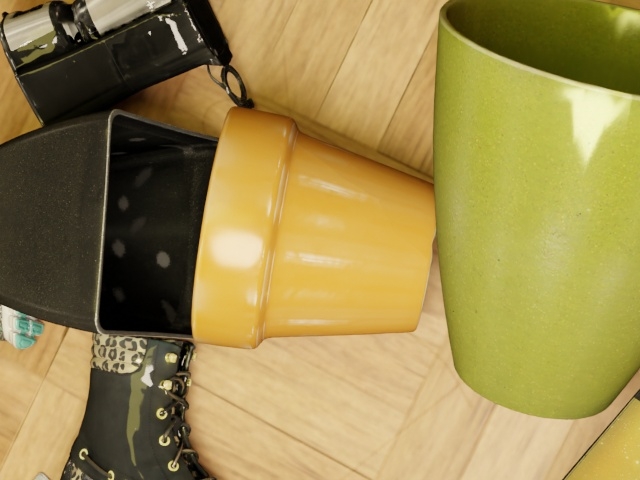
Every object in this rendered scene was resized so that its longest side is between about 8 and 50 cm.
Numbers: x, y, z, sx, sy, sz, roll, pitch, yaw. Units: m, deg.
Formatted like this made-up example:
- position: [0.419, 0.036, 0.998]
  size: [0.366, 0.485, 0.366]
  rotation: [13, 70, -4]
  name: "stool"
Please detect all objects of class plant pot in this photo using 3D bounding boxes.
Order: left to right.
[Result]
- position: [-0.207, -0.012, 1.335]
  size: [0.167, 0.187, 0.188]
  rotation: [2, 86, 27]
  name: "plant pot"
- position: [0.000, 0.000, 1.272]
  size: [0.188, 0.205, 0.205]
  rotation: [9, 88, 1]
  name: "plant pot"
- position: [0.202, -0.018, 1.183]
  size: [0.274, 0.275, 0.294]
  rotation: [17, 114, 16]
  name: "plant pot"

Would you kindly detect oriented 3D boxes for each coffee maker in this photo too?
- position: [-0.183, -0.166, 1.365]
  size: [0.178, 0.120, 0.171]
  rotation: [-25, 80, 13]
  name: "coffee maker"

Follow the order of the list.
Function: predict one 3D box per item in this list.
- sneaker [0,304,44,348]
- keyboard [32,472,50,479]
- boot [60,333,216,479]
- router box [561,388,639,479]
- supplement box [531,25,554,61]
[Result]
- position: [-0.304, 0.018, 1.416]
  size: [0.076, 0.065, 0.166]
  rotation: [3, 84, 21]
  name: "sneaker"
- position: [-0.199, 0.331, 1.386]
  size: [0.256, 0.014, 0.072]
  rotation: [43, 92, 14]
  name: "keyboard"
- position: [-0.128, 0.180, 1.330]
  size: [0.236, 0.085, 0.179]
  rotation: [8, 87, 28]
  name: "boot"
- position: [0.323, 0.269, 1.148]
  size: [0.309, 0.081, 0.243]
  rotation: [39, 64, 15]
  name: "router box"
- position: [0.172, -0.203, 1.301]
  size: [0.083, 0.056, 0.083]
  rotation: [20, 91, 16]
  name: "supplement box"
